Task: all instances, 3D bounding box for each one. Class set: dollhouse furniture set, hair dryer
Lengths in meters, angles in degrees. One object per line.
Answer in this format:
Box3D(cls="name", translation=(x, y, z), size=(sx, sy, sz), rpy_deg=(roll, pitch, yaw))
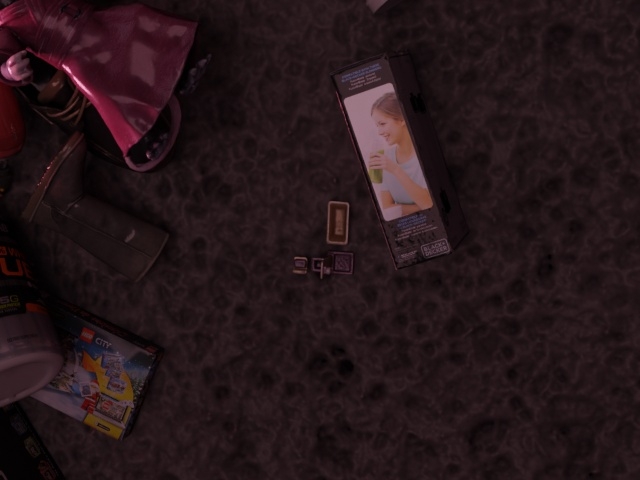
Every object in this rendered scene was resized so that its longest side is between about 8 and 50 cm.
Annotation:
Box3D(cls="dollhouse furniture set", translation=(0.000, 0.000, 1.815), size=(0.091, 0.081, 0.114), rpy_deg=(5, 100, 12))
Box3D(cls="hair dryer", translation=(-0.540, -0.198, 1.839), size=(0.224, 0.080, 0.293), rpy_deg=(41, 138, 1))

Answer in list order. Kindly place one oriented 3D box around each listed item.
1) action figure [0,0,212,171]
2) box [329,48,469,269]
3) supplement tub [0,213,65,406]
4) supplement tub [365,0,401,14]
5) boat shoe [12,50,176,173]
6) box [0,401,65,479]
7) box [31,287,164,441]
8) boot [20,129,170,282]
Box3D(cls="action figure", translation=(-0.334, -0.293, 1.693), size=(0.370, 0.276, 0.248), rpy_deg=(32, 81, 0))
Box3D(cls="box", translation=(0.116, -0.119, 1.728), size=(0.087, 0.169, 0.289), rpy_deg=(-17, 96, 17))
Box3D(cls="supplement tub", translation=(-0.530, 0.085, 1.858), size=(0.194, 0.193, 0.316), rpy_deg=(-33, 70, 15))
Box3D(cls="supplement tub", translation=(0.068, -0.430, 1.697), size=(0.144, 0.144, 0.199), rpy_deg=(-34, 91, 15))
Box3D(cls="boat shoe", translation=(-0.380, -0.216, 1.839), size=(0.355, 0.130, 0.132), rpy_deg=(35, 105, 5))
Box3D(cls="box", translation=(-0.581, 0.279, 1.870), size=(0.097, 0.318, 0.394), rpy_deg=(-30, 91, 16))
Box3D(cls="box", translation=(-0.384, 0.197, 1.952), size=(0.233, 0.044, 0.159), rpy_deg=(25, 103, 8))
Box3D(cls="boot", translation=(-0.323, -0.048, 1.839), size=(0.209, 0.076, 0.189), rpy_deg=(31, 123, -8))
